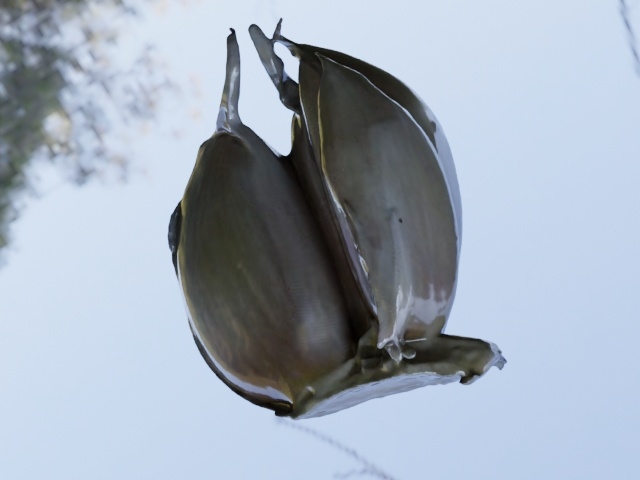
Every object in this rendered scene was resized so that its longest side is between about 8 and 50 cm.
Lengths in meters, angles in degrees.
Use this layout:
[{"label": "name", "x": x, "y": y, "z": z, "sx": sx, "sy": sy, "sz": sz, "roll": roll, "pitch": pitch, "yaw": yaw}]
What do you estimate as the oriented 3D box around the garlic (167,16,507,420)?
[{"label": "garlic", "x": 0.000, "y": 0.000, "z": 1.203, "sx": 0.210, "sy": 0.292, "sz": 0.237, "roll": -20, "pitch": 159, "yaw": -6}]
